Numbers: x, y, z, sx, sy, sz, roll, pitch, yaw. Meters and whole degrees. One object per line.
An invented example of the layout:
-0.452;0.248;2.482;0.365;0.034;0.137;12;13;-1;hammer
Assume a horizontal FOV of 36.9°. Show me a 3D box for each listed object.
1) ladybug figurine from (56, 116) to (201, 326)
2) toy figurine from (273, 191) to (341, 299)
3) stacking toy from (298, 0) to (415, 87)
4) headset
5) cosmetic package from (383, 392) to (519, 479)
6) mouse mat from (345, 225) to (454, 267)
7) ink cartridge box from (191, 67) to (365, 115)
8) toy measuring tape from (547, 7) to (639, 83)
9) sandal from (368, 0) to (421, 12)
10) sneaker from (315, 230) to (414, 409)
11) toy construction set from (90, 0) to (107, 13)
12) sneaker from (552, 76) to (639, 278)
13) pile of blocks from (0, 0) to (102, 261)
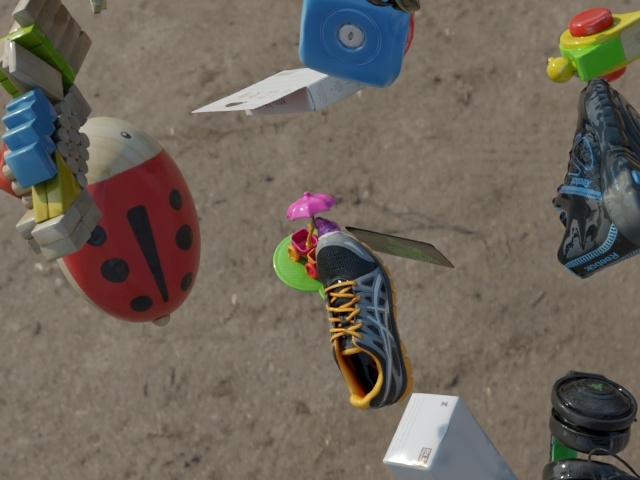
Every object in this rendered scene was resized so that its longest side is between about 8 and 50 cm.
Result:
-0.375;-0.024;1.907;0.305;0.449;0.162;-29;24;-22;ladybug figurine
0.000;0.000;1.535;0.130;0.159;0.173;-32;59;-23;toy figurine
0.089;-0.386;1.502;0.165;0.175;0.302;16;42;9;stacking toy
0.438;0.334;1.476;0.185;0.394;0.244;6;89;5;headset
0.187;0.323;1.334;0.085;0.231;0.117;-2;46;40;cosmetic package
0.134;0.013;1.590;0.152;0.189;0.007;12;82;22;mouse mat
-0.085;-0.271;1.857;0.239;0.060;0.275;-30;20;-26;ink cartridge box
0.495;-0.341;1.544;0.330;0.121;0.121;-30;47;-11;toy measuring tape
0.071;-0.328;1.155;0.086;0.120;0.303;-6;8;2;sandal
0.043;0.093;1.096;0.084;0.215;0.083;-21;0;34;sneaker
-0.178;-0.400;1.222;0.327;0.151;0.215;-25;36;-11;toy construction set
0.343;-0.090;1.199;0.125;0.139;0.341;39;33;-14;sneaker
-0.354;-0.140;1.141;0.112;0.149;0.362;-20;63;19;pile of blocks
